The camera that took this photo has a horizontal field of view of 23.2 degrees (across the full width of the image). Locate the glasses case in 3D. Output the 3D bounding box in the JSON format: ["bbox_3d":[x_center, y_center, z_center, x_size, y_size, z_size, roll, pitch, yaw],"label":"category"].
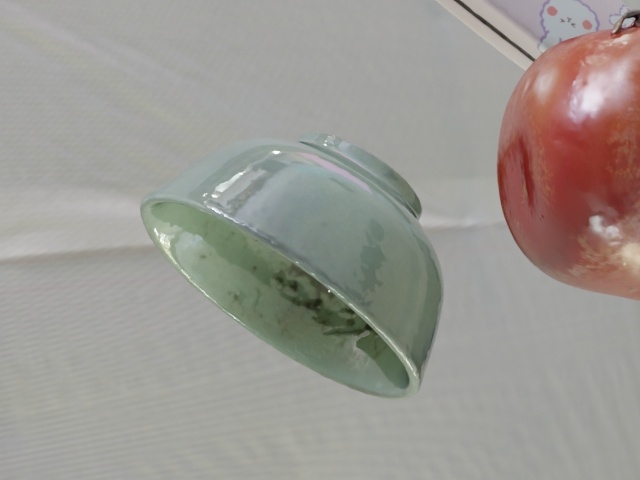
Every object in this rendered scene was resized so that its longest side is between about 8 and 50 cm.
[{"bbox_3d":[0.200,-0.248,1.562,0.297,0.075,0.113,38,-117,3],"label":"glasses case"}]

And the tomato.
[{"bbox_3d":[0.189,-0.042,0.888,0.187,0.187,0.151,31,-116,-40],"label":"tomato"}]

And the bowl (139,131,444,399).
[{"bbox_3d":[0.000,0.000,1.363,0.289,0.289,0.146,45,-110,-31],"label":"bowl"}]
